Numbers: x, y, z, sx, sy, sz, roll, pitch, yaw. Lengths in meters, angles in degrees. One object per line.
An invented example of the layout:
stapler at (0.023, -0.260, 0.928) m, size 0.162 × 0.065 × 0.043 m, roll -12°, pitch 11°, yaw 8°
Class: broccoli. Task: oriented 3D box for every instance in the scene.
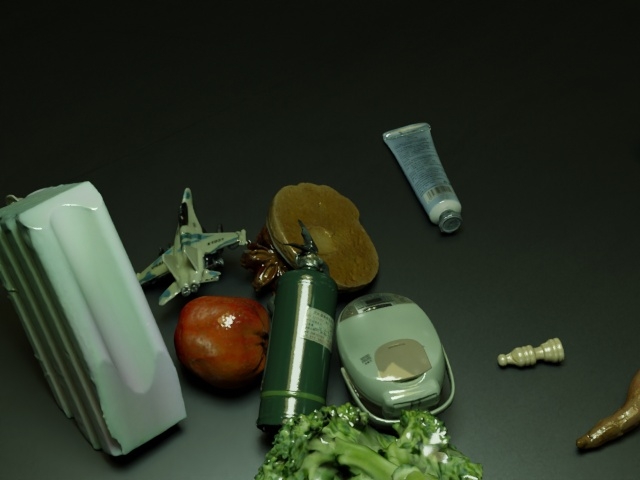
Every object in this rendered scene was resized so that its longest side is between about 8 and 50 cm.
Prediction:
broccoli at (0.058, 0.318, 1.113) m, size 0.288 × 0.235 × 0.260 m, roll -37°, pitch 33°, yaw -23°

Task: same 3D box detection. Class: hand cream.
hand cream at (0.181, -0.114, 1.601) m, size 0.088 × 0.055 × 0.256 m, roll -16°, pitch 47°, yaw -3°

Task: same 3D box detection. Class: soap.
soap at (-0.312, 0.105, 1.260) m, size 0.115 × 0.347 × 0.208 m, roll -29°, pitch 16°, yaw -33°

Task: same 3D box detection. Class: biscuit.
biscuit at (0.000, 0.000, 1.468) m, size 0.181 × 0.049 × 0.208 m, roll 0°, pitch 53°, yaw -38°

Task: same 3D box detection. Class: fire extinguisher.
fire extinguisher at (-0.026, 0.121, 1.312) m, size 0.093 × 0.118 × 0.294 m, roll -10°, pitch 62°, yaw 35°

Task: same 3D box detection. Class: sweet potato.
sweet potato at (0.427, 0.224, 1.302) m, size 0.050 × 0.050 × 0.214 m, roll 36°, pitch 64°, yaw 28°

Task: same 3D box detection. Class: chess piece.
chess piece at (0.300, 0.165, 1.364) m, size 0.092 × 0.035 × 0.035 m, roll -11°, pitch 49°, yaw -4°

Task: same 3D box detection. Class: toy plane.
toy plane at (-0.200, 0.003, 1.478) m, size 0.192 × 0.088 × 0.262 m, roll -22°, pitch 28°, yaw 10°

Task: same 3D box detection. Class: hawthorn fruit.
hawthorn fruit at (-0.140, 0.138, 1.327) m, size 0.138 × 0.133 × 0.133 m, roll 5°, pitch 49°, yaw 8°

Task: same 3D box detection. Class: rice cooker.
rice cooker at (0.097, 0.169, 1.303) m, size 0.145 × 0.127 × 0.206 m, roll -13°, pitch 53°, yaw -10°

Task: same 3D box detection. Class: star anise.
star anise at (-0.076, 0.012, 1.487) m, size 0.097 × 0.070 × 0.191 m, roll 26°, pitch 47°, yaw -12°

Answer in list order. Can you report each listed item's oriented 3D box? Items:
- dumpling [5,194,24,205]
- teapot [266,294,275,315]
dumpling at (-0.488, -0.050, 1.548) m, size 0.043 × 0.059 × 0.077 m, roll -25°, pitch 49°, yaw -7°
teapot at (-0.039, 0.128, 1.396) m, size 0.043 × 0.043 × 0.111 m, roll -19°, pitch 53°, yaw -16°
